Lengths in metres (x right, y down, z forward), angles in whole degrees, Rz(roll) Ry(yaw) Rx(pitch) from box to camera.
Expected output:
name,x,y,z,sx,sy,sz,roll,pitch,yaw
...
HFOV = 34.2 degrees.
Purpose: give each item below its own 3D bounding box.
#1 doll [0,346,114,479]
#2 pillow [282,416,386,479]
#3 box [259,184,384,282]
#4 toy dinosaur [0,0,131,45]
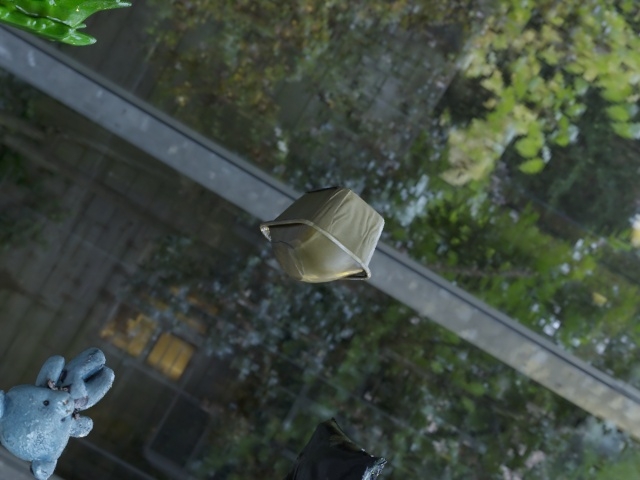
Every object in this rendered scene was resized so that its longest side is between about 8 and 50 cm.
name,x,y,z,sx,sy,sz,roll,pitch,yaw
doll,-0.306,0.192,1.240,0.075,0.120,0.180,-24,-169,46
pillow,0.009,0.222,0.966,0.150,0.048,0.090,-165,-88,-73
box,0.000,0.000,1.188,0.111,0.111,0.177,-61,-161,-13
toy dinosaur,-0.198,-0.238,0.743,0.194,0.152,0.177,-147,-107,-73
